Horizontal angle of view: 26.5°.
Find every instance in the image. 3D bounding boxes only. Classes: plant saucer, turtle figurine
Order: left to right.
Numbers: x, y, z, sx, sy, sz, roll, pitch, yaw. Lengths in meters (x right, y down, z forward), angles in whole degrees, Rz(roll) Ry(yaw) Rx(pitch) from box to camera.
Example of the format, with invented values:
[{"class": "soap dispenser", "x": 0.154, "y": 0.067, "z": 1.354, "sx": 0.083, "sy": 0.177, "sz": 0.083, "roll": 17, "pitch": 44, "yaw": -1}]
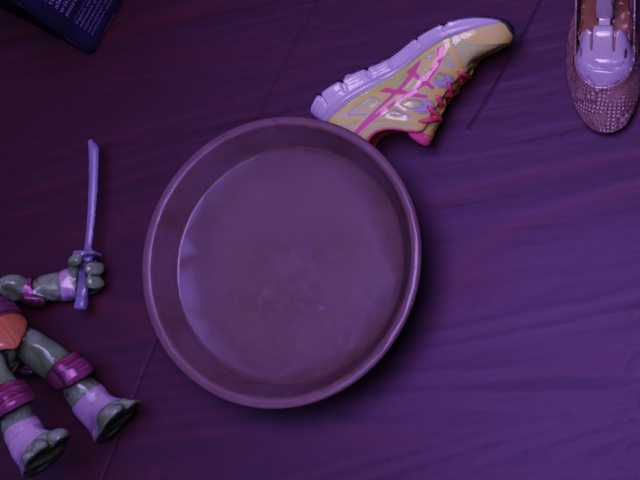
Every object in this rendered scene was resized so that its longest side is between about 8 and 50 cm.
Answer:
[{"class": "turtle figurine", "x": -0.288, "y": 0.069, "z": 1.308, "sx": 0.275, "sy": 0.198, "sz": 0.266, "roll": -42, "pitch": 75, "yaw": 9}, {"class": "plant saucer", "x": -0.036, "y": 0.021, "z": 1.283, "sx": 0.278, "sy": 0.041, "sz": 0.277, "roll": -4, "pitch": 78, "yaw": 18}]

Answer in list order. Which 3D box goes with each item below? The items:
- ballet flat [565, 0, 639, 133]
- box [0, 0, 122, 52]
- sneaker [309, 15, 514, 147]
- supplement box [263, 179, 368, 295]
[{"class": "ballet flat", "x": 0.261, "y": -0.204, "z": 1.262, "sx": 0.073, "sy": 0.067, "sz": 0.206, "roll": -3, "pitch": 79, "yaw": 15}, {"class": "box", "x": -0.366, "y": -0.384, "z": 1.315, "sx": 0.294, "sy": 0.395, "sz": 0.212, "roll": 28, "pitch": 88, "yaw": 20}, {"class": "sneaker", "x": 0.099, "y": -0.140, "z": 1.300, "sx": 0.208, "sy": 0.081, "sz": 0.094, "roll": -29, "pitch": 79, "yaw": 16}, {"class": "supplement box", "x": 0.000, "y": 0.000, "z": 1.317, "sx": 0.062, "sy": 0.036, "sz": 0.098, "roll": 36, "pitch": 92, "yaw": 21}]
